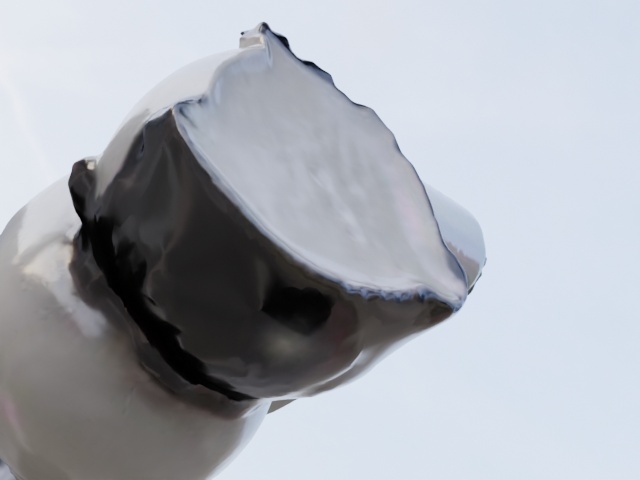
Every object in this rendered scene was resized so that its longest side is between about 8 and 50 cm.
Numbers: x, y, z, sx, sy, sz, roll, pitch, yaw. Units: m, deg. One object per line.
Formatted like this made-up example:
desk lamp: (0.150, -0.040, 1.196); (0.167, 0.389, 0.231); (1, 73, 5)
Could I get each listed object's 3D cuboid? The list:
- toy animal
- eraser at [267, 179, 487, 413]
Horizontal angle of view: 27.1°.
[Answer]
toy animal: (-0.071, 0.027, 0.638); (0.235, 0.187, 0.165); (-35, -80, 29)
eraser: (0.000, 0.000, 1.291); (0.331, 0.331, 0.150); (22, -4, 33)
